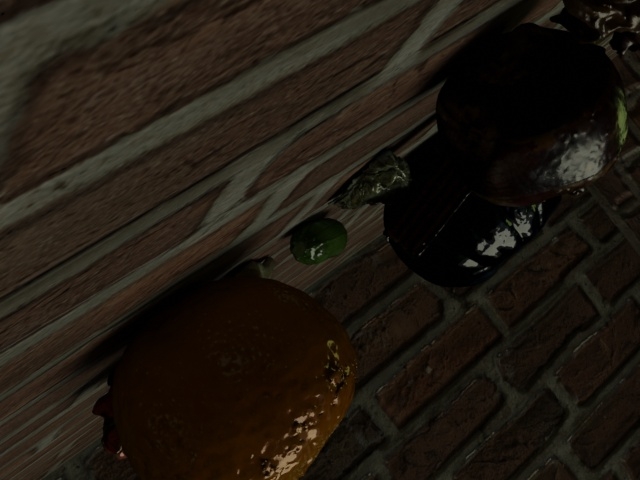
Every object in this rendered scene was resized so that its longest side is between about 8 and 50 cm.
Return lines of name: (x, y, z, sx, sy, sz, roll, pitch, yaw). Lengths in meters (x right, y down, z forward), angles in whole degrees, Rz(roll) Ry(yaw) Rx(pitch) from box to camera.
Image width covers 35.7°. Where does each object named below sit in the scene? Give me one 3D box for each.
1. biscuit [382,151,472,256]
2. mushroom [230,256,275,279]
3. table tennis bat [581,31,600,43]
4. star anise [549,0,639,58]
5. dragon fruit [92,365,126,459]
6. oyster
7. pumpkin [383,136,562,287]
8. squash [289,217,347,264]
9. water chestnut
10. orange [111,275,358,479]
biscuit: (0.237, -0.137, 1.510, 0.388, 0.073, 0.107, -51, 174, 6)
mushroom: (-0.105, 0.061, 1.595, 0.059, 0.054, 0.202, -39, 180, 8)
table tennis bat: (0.532, -0.403, 1.859, 0.414, 0.051, 0.268, -36, 177, 25)
star anise: (0.387, -0.257, 1.031, 0.237, 0.346, 0.148, 110, -7, -52)
dragon fruit: (-0.243, 0.269, 1.600, 0.224, 0.224, 0.227, -39, 144, 23)
oyster: (0.084, -0.086, 1.520, 0.125, 0.064, 0.177, -14, 170, -44)
pumpkin: (0.291, -0.078, 1.893, 0.363, 0.266, 0.363, -40, 172, -7)
squash: (0.000, 0.000, 1.645, 0.077, 0.068, 0.219, -33, 176, 16)
water chestnut: (0.253, -0.140, 1.180, 0.223, 0.224, 0.238, -38, 133, 7)
orange: (-0.122, 0.204, 1.350, 0.341, 0.293, 0.340, -51, 171, -12)
